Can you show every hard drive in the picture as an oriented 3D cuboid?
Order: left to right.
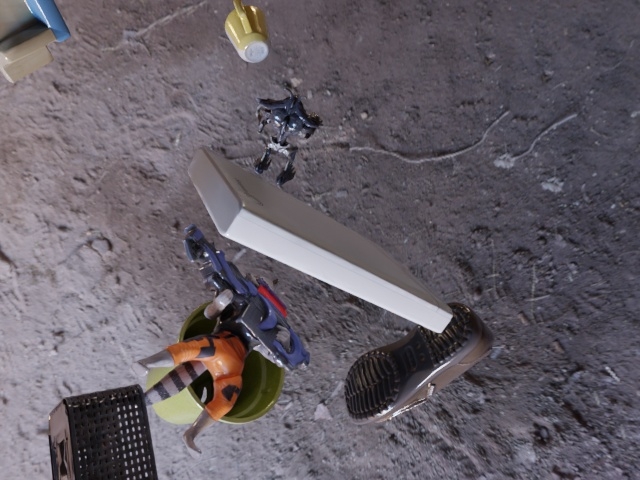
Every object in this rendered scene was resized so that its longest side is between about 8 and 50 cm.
[{"bbox_3d":[0.000,0.000,0.697,0.047,0.353,0.233,-57,33,10],"label":"hard drive"}]

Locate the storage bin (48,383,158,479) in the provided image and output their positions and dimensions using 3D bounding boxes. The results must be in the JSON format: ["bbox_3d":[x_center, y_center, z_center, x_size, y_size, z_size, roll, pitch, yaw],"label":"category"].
[{"bbox_3d":[-0.249,0.270,0.576,0.122,0.084,0.180,-38,61,45],"label":"storage bin"}]

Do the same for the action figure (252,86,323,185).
[{"bbox_3d":[-0.085,-0.269,1.209,0.164,0.275,0.140,18,49,-8],"label":"action figure"}]

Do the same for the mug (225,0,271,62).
[{"bbox_3d":[-0.104,-0.289,0.711,0.062,0.078,0.064,-38,55,28],"label":"mug"}]

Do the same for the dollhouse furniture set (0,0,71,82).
[{"bbox_3d":[-0.347,-0.167,0.238,0.198,0.303,0.286,29,62,30],"label":"dollhouse furniture set"}]

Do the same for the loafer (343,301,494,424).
[{"bbox_3d":[0.186,0.258,0.962,0.366,0.130,0.133,-42,40,35],"label":"loafer"}]

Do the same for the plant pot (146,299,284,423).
[{"bbox_3d":[-0.269,0.311,1.177,0.254,0.276,0.276,-33,71,37],"label":"plant pot"}]

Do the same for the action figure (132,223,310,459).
[{"bbox_3d":[-0.196,0.152,0.906,0.179,0.330,0.341,-21,107,43],"label":"action figure"}]
